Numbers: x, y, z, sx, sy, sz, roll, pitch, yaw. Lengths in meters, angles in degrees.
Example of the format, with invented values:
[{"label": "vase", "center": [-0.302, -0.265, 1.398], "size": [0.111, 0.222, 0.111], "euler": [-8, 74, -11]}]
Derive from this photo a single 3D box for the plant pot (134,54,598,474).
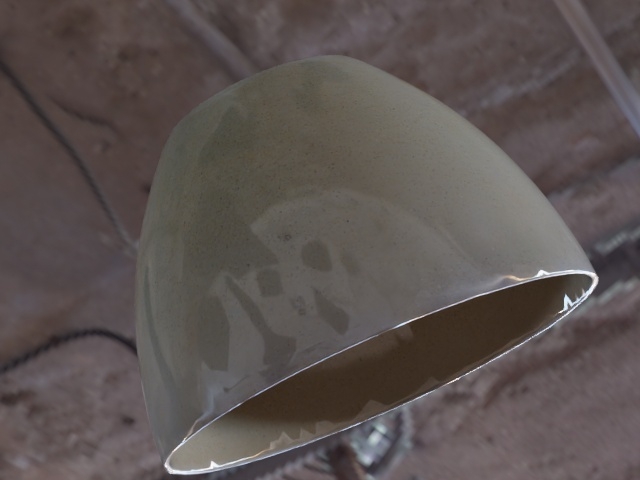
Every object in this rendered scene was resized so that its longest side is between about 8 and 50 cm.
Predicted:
[{"label": "plant pot", "center": [0.000, 0.000, 1.214], "size": [0.284, 0.284, 0.191], "euler": [-28, -104, 13]}]
